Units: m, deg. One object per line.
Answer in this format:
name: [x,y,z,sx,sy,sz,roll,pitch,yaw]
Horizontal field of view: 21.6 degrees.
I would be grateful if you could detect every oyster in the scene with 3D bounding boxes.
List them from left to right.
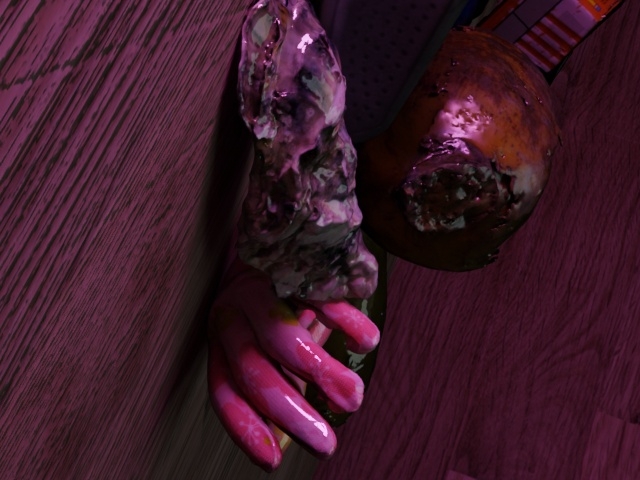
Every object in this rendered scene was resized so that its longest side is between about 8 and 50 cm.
oyster: [-0.019,-0.062,1.144,0.199,0.087,0.252,-47,136,-74]

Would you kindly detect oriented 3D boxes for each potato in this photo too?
potato: [0.016,0.085,1.798,0.149,0.113,0.251,-25,134,-84]

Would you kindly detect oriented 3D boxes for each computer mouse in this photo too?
computer mouse: [0.067,-0.224,1.232,0.188,0.122,0.371,-68,-176,-47]

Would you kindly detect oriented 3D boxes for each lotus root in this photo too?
lotus root: [0.109,-0.085,1.456,0.397,0.179,0.196,-73,-175,-73]

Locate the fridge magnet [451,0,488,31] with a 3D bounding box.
fridge magnet: [0.135,-0.301,1.634,0.265,0.113,0.265,25,90,-88]

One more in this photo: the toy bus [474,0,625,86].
toy bus: [0.152,-0.149,1.699,0.409,0.092,0.093,-42,-175,46]

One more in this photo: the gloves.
gloves: [-0.033,0.073,1.291,0.145,0.126,0.241,-42,-162,38]
